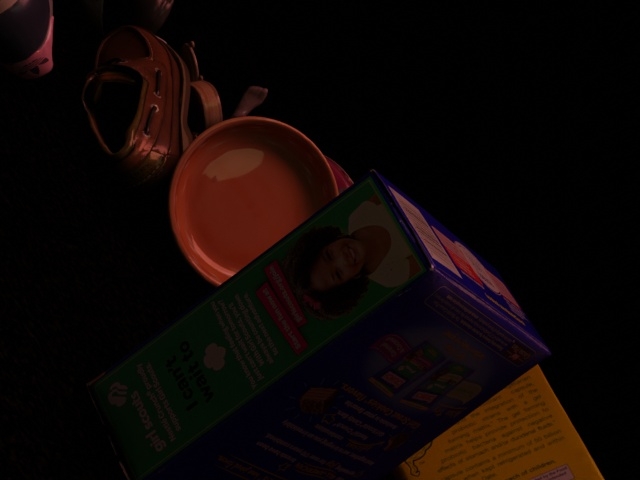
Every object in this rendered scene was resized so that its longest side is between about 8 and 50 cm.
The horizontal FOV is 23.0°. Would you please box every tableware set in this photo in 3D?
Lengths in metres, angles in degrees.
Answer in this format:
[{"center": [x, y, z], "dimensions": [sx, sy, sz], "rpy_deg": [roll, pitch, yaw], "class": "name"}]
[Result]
[{"center": [-0.155, -0.159, 1.976], "dimensions": [0.141, 0.020, 0.169], "rpy_deg": [126, -51, -62], "class": "tableware set"}]

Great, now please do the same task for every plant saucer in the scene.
[{"center": [-0.077, -0.037, 1.744], "dimensions": [0.200, 0.200, 0.037], "rpy_deg": [50, -17, -12], "class": "plant saucer"}]

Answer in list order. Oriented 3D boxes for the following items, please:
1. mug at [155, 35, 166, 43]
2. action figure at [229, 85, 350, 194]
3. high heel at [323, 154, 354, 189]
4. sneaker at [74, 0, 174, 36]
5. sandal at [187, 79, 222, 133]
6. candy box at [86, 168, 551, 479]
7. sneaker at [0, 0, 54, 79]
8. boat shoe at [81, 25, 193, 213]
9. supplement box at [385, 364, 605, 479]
[{"center": [-0.245, -0.254, 2.066], "dimensions": [0.064, 0.062, 0.078], "rpy_deg": [39, 11, -21], "class": "mug"}, {"center": [-0.043, 0.000, 1.932], "dimensions": [0.341, 0.178, 0.330], "rpy_deg": [62, 20, -22], "class": "action figure"}, {"center": [0.000, 0.000, 2.117], "dimensions": [0.377, 0.181, 0.127], "rpy_deg": [28, -29, 23], "class": "high heel"}, {"center": [-0.308, -0.365, 2.029], "dimensions": [0.146, 0.122, 0.330], "rpy_deg": [28, 14, -46], "class": "sneaker"}, {"center": [-0.196, -0.163, 1.938], "dimensions": [0.240, 0.079, 0.088], "rpy_deg": [-165, -115, -67], "class": "sandal"}, {"center": [0.005, 0.115, 1.383], "dimensions": [0.268, 0.317, 0.122], "rpy_deg": [35, 20, -55], "class": "candy box"}, {"center": [-0.354, -0.289, 1.738], "dimensions": [0.319, 0.112, 0.131], "rpy_deg": [-105, 171, -52], "class": "sneaker"}, {"center": [-0.217, -0.169, 1.821], "dimensions": [0.104, 0.111, 0.307], "rpy_deg": [43, 16, -40], "class": "boat shoe"}, {"center": [0.190, 0.275, 1.746], "dimensions": [0.194, 0.195, 0.356], "rpy_deg": [74, -8, -50], "class": "supplement box"}]
